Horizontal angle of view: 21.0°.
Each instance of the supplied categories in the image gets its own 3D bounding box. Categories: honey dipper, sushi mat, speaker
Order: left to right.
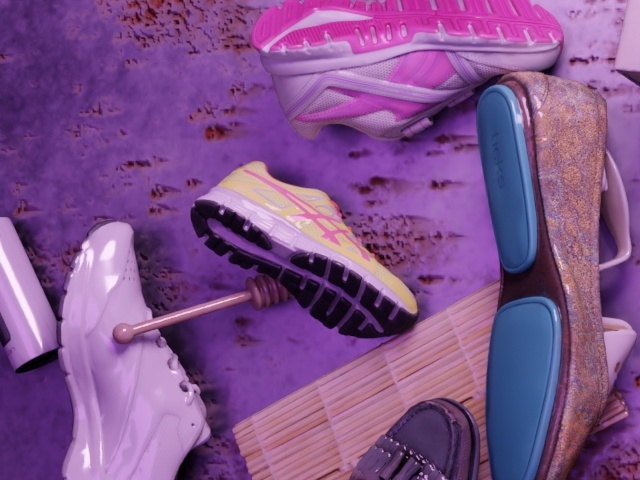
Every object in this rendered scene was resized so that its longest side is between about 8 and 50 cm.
[{"bbox_3d":[-0.277,0.050,1.559,0.055,0.055,0.136,-29,80,16],"label":"speaker"},{"bbox_3d":[-0.099,0.060,1.466,0.161,0.030,0.030,-18,81,-16],"label":"honey dipper"},{"bbox_3d":[0.085,0.152,1.448,0.316,0.019,0.151,-30,78,16],"label":"sushi mat"}]

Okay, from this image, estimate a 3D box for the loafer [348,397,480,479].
[{"bbox_3d":[0.041,0.248,1.395,0.096,0.084,0.267,31,98,33],"label":"loafer"}]

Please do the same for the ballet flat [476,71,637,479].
[{"bbox_3d":[0.192,0.039,1.359,0.123,0.123,0.348,-4,83,19],"label":"ballet flat"}]

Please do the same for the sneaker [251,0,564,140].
[{"bbox_3d":[0.074,-0.144,1.428,0.252,0.103,0.111,-4,126,6],"label":"sneaker"}]

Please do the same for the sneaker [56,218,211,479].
[{"bbox_3d":[-0.160,0.129,1.505,0.129,0.111,0.297,-3,91,3],"label":"sneaker"}]

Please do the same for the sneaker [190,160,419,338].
[{"bbox_3d":[0.000,0.000,1.453,0.208,0.094,0.081,34,140,1],"label":"sneaker"}]

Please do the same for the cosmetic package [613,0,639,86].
[{"bbox_3d":[0.316,-0.263,1.310,0.113,0.160,0.309,12,91,20],"label":"cosmetic package"}]
